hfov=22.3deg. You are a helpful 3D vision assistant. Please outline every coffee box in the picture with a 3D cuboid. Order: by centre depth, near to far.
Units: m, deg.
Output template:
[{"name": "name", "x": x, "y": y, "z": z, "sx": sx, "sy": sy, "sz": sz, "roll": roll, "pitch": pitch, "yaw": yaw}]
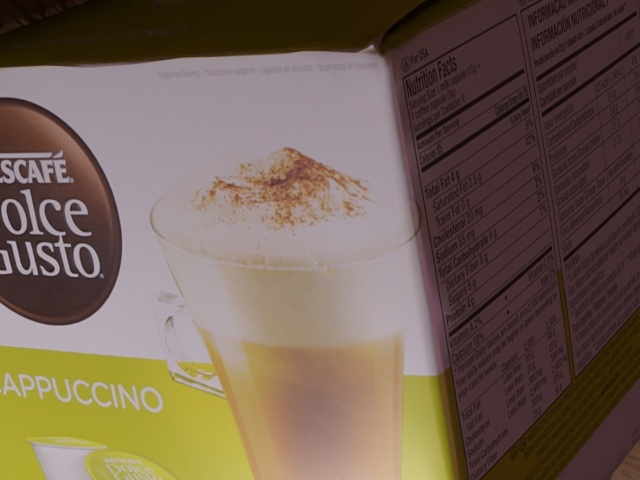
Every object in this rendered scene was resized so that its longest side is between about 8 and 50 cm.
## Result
[{"name": "coffee box", "x": 0.000, "y": 0.000, "z": 1.018, "sx": 0.338, "sy": 0.338, "sz": 0.334, "roll": -35, "pitch": 120, "yaw": -52}]
